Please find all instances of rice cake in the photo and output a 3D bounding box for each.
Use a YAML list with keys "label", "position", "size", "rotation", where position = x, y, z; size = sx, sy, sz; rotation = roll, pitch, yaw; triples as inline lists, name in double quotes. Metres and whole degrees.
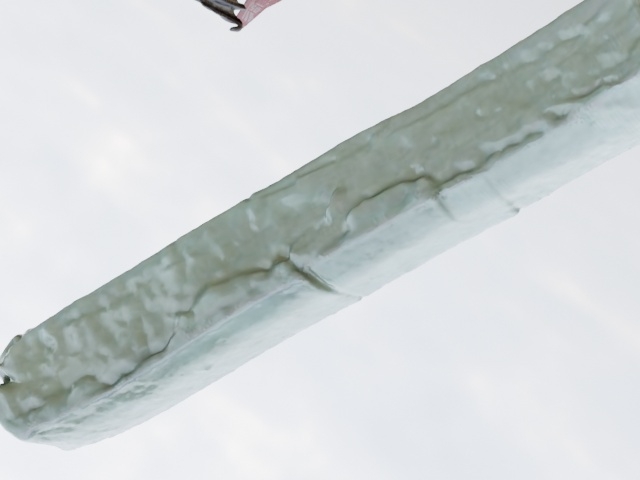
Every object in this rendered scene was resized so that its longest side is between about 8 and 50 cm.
- label: "rice cake"
  position: [0.000, 0.000, 0.466]
  size: [0.045, 0.245, 0.042]
  rotation: [30, -146, -58]

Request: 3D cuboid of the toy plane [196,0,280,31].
- label: "toy plane"
  position: [-0.053, -0.127, 0.634]
  size: [0.145, 0.060, 0.037]
  rotation: [19, -149, -56]
